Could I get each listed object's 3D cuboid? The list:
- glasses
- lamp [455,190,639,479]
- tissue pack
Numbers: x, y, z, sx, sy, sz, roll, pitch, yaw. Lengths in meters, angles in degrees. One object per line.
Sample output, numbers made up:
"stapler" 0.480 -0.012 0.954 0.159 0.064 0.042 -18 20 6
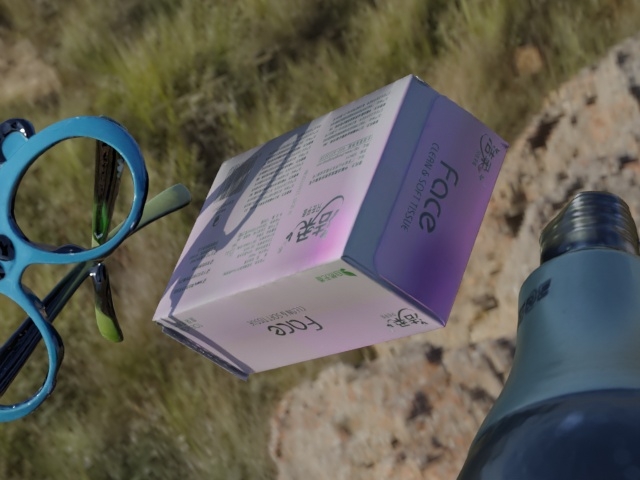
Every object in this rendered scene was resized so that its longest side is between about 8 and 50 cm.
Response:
"glasses" -0.161 0.019 1.076 0.102 0.207 0.239 40 112 33
"lamp" 0.145 0.120 0.821 0.182 0.182 0.314 -19 37 6
"tissue pack" 0.000 0.000 1.023 0.246 0.092 0.148 -18 43 54
